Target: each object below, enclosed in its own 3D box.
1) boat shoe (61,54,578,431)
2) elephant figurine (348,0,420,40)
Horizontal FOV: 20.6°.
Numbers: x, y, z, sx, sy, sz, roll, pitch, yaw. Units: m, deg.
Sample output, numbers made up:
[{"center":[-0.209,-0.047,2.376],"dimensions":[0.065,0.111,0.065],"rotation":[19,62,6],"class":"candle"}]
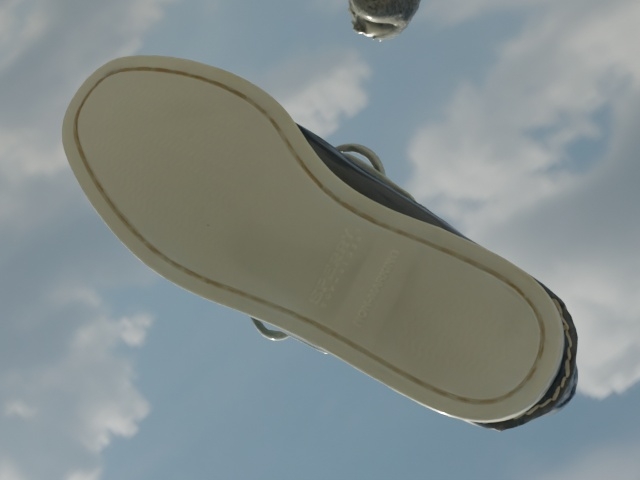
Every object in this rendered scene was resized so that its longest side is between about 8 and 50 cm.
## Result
[{"center":[0.000,0.000,0.759],"dimensions":[0.254,0.079,0.095],"rotation":[26,-95,21],"class":"boat shoe"},{"center":[0.055,-0.257,0.903],"dimensions":[0.186,0.239,0.169],"rotation":[-21,-128,8],"class":"elephant figurine"}]
